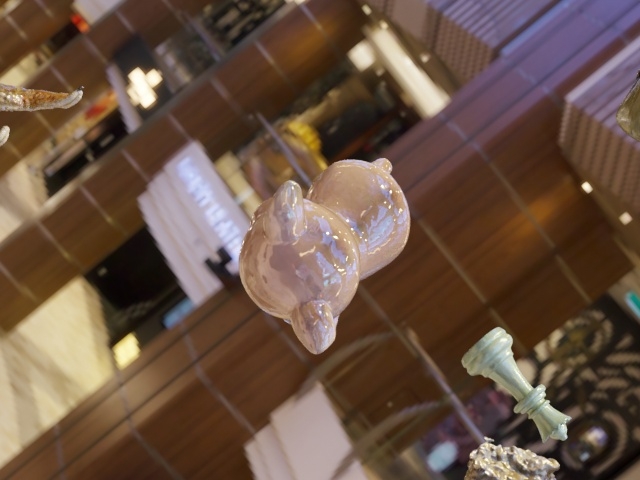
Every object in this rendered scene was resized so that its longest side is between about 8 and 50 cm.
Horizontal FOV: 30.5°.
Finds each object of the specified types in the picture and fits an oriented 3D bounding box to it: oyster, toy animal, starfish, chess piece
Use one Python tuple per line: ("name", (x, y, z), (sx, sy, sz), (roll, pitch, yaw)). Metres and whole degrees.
("oyster", (0.185, 0.247, 1.139), (0.056, 0.105, 0.177), (32, -15, 46))
("toy animal", (0.005, -0.002, 0.687), (0.083, 0.089, 0.150), (42, 41, 0))
("starfish", (-0.310, -0.139, 1.022), (0.247, 0.050, 0.138), (37, 36, 31))
("chess piece", (0.149, 0.110, 0.862), (0.093, 0.042, 0.042), (48, 2, 17))

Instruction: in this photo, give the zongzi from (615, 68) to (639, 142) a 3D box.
("zongzi", (0.200, -0.075, 0.512), (0.104, 0.113, 0.052), (27, 2, -6))
